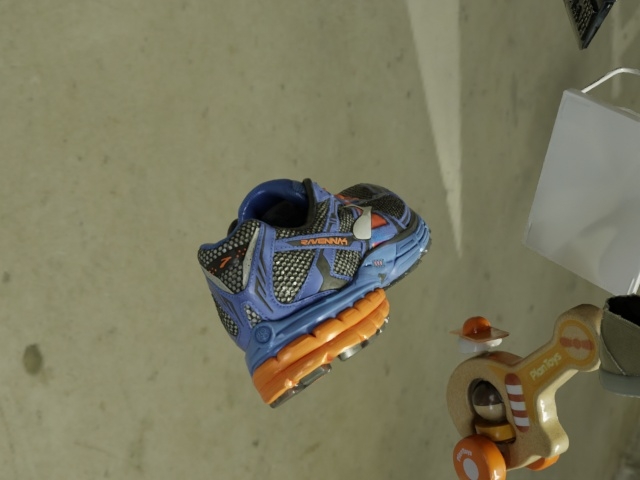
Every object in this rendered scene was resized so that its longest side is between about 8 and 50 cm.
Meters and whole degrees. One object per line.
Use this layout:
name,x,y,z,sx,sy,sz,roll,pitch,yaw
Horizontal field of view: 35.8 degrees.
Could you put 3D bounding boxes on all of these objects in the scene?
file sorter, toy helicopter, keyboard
file sorter,0.460,-0.092,1.502,0.173,0.193,0.277,-29,140,-40
toy helicopter,0.275,0.177,1.345,0.140,0.235,0.355,-14,155,-31
keyboard,0.281,-0.304,1.096,0.192,0.038,0.100,-93,-161,-44

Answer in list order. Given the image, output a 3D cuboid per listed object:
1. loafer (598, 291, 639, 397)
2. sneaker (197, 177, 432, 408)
loafer,0.304,0.075,0.765,0.094,0.251,0.087,-21,94,-31
sneaker,0.000,0.000,0.524,0.087,0.083,0.221,55,17,-6
